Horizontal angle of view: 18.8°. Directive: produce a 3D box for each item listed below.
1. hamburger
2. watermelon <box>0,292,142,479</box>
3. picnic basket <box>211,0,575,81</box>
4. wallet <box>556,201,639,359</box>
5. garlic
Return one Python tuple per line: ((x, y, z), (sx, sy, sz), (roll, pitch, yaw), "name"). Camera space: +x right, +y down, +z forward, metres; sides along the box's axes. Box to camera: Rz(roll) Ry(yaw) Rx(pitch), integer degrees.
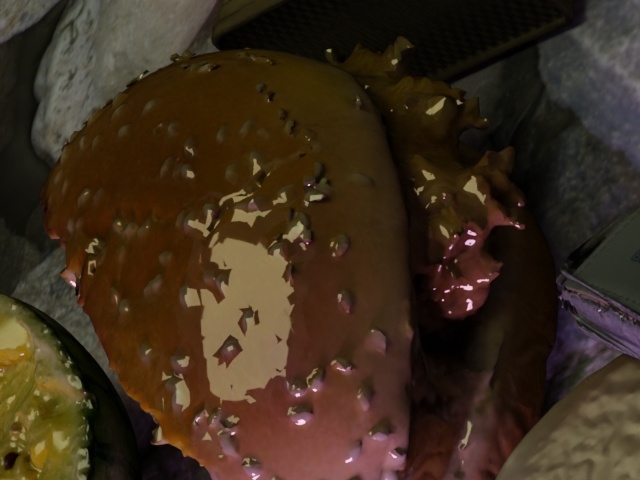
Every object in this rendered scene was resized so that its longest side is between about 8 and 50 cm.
((0.000, 0.000, 1.302), (0.287, 0.268, 0.445), (-52, 38, 12), "hamburger")
((-0.248, 0.214, 1.543), (0.330, 0.189, 0.331), (-9, 75, 34), "watermelon")
((0.057, -0.213, 1.419), (0.266, 0.165, 0.139), (-21, 54, 42), "picnic basket")
((0.250, -0.021, 1.093), (0.231, 0.069, 0.170), (-37, 28, -10), "wallet")
((0.199, 0.140, 1.098), (0.318, 0.112, 0.143), (-48, 54, 12), "garlic")
